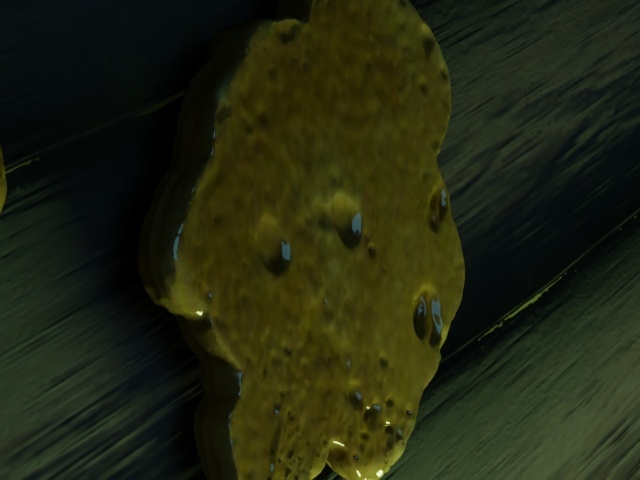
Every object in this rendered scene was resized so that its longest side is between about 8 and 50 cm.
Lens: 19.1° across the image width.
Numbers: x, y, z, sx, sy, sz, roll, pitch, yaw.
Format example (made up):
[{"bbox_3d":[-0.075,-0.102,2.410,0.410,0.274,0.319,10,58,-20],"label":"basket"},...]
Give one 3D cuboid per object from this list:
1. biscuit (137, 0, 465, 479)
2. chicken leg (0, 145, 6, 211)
[{"bbox_3d":[-0.004,0.000,1.165,0.269,0.051,0.376,44,51,-39],"label":"biscuit"},{"bbox_3d":[-0.251,-0.050,0.839,0.251,0.107,0.087,12,89,-41],"label":"chicken leg"}]
